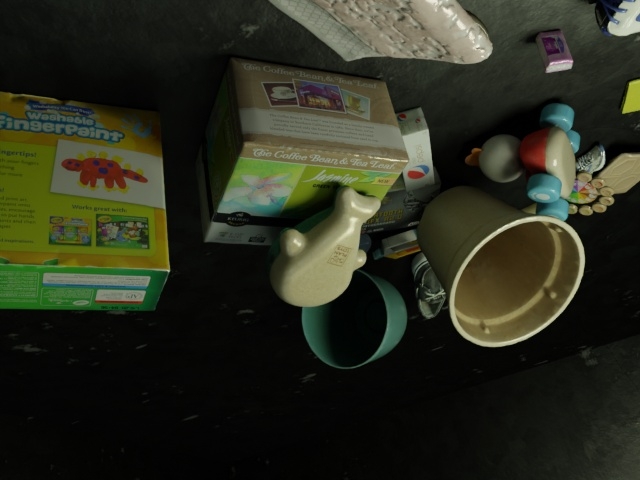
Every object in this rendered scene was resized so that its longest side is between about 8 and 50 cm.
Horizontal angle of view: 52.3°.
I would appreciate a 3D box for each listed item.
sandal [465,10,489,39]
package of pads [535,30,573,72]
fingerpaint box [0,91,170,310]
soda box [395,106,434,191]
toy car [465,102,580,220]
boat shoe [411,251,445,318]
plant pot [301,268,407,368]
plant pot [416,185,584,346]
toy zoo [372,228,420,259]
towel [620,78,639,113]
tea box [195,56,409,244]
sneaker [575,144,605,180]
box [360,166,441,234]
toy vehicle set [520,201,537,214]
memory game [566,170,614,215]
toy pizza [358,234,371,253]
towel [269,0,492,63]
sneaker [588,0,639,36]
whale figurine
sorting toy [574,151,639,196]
[{"bbox_3d":[0.232,-0.389,1.189,0.090,0.060,0.219,-32,144,30],"label":"sandal"},{"bbox_3d":[0.457,-0.369,1.276,0.050,0.083,0.032,-7,154,-1],"label":"package of pads"},{"bbox_3d":[-0.512,-0.072,1.155,0.444,0.371,0.163,3,146,-24],"label":"fingerpaint box"},{"bbox_3d":[0.211,-0.202,1.482,0.073,0.069,0.216,-15,150,6],"label":"soda box"},{"bbox_3d":[0.464,-0.181,1.531,0.238,0.219,0.210,6,160,31],"label":"toy car"},{"bbox_3d":[0.356,0.141,2.044,0.121,0.119,0.335,-13,149,2],"label":"boat shoe"},{"bbox_3d":[0.128,0.229,1.972,0.293,0.293,0.235,-30,161,28],"label":"plant pot"},{"bbox_3d":[0.387,0.027,1.549,0.333,0.305,0.334,-9,121,-15],"label":"plant pot"},{"bbox_3d":[0.285,-0.005,1.814,0.293,0.030,0.192,-19,166,12],"label":"toy zoo"},{"bbox_3d":[0.810,-0.356,1.483,0.237,0.021,0.102,-13,144,5],"label":"towel"},{"bbox_3d":[-0.053,-0.159,1.315,0.328,0.220,0.323,2,146,-22],"label":"tea box"},{"bbox_3d":[0.682,-0.195,1.673,0.058,0.052,0.135,-2,148,-8],"label":"sneaker"},{"bbox_3d":[0.179,-0.096,1.656,0.231,0.056,0.183,-9,150,-5],"label":"box"},{"bbox_3d":[0.562,-0.015,1.939,0.266,0.035,0.166,-28,145,25],"label":"toy vehicle set"},{"bbox_3d":[0.684,-0.124,1.734,0.186,0.012,0.186,19,152,10],"label":"memory game"},{"bbox_3d":[0.041,0.016,1.818,0.201,0.032,0.201,-8,150,-5],"label":"toy pizza"},{"bbox_3d":[0.055,-0.368,0.996,0.317,0.053,0.331,15,173,45],"label":"towel"},{"bbox_3d":[0.555,-0.452,1.132,0.182,0.127,0.315,-32,145,27],"label":"sneaker"},{"bbox_3d":[0.000,0.000,1.285,0.216,0.141,0.272,15,117,-38],"label":"whale figurine"},{"bbox_3d":[0.801,-0.182,1.733,0.193,0.038,0.208,-6,155,-27],"label":"sorting toy"}]
